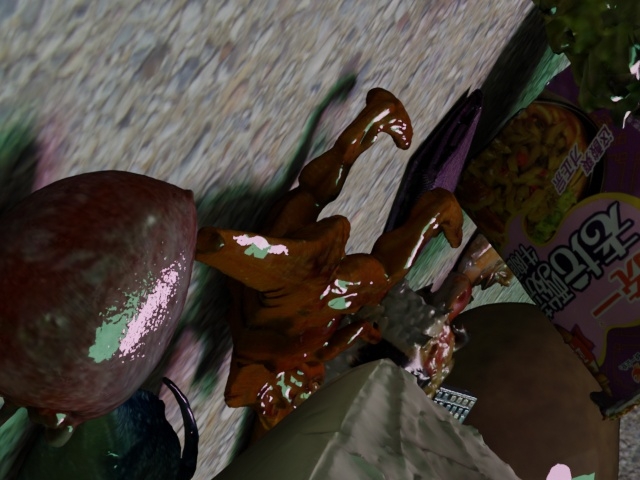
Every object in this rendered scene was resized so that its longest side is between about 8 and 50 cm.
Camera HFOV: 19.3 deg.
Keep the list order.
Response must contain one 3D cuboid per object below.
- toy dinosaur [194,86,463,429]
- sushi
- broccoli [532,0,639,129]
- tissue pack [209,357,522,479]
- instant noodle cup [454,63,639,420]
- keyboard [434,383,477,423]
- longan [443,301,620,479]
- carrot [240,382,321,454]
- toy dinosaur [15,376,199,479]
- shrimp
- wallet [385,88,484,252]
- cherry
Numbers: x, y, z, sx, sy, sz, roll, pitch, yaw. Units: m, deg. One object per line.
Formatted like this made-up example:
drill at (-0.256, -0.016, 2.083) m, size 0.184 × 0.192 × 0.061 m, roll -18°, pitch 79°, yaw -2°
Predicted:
toy dinosaur at (0.000, 0.000, 1.176) m, size 0.208 × 0.097 × 0.432 m, roll -45°, pitch 162°, yaw -15°
sushi at (0.051, 0.107, 1.631) m, size 0.226 × 0.097 × 0.103 m, roll -50°, pitch 136°, yaw -22°
broccoli at (0.280, -0.228, 1.288) m, size 0.334 × 0.272 × 0.324 m, roll -56°, pitch 171°, yaw -30°
tissue pack at (-0.049, 0.282, 1.137) m, size 0.380 × 0.207 × 0.297 m, roll -43°, pitch -175°, yaw 19°
instant noodle cup at (0.289, -0.038, 1.723) m, size 0.340 × 0.266 × 0.340 m, roll -46°, pitch 177°, yaw -3°
keyboard at (0.066, 0.146, 1.735) m, size 0.176 × 0.014 × 0.055 m, roll 19°, pitch 108°, yaw -34°
longan at (0.196, 0.227, 2.101) m, size 0.319 × 0.319 × 0.319 m, roll -54°, pitch 168°, yaw -17°
carrot at (-0.030, 0.159, 1.547) m, size 0.060 × 0.060 × 0.186 m, roll -50°, pitch 166°, yaw -34°
toy dinosaur at (-0.117, 0.129, 1.046) m, size 0.147 × 0.076 × 0.363 m, roll -57°, pitch 168°, yaw -11°
shrimp at (0.186, 0.030, 2.181) m, size 0.132 × 0.051 × 0.187 m, roll -37°, pitch 160°, yaw -7°
wallet at (0.098, -0.044, 1.617) m, size 0.111 × 0.030 × 0.166 m, roll -50°, pitch 166°, yaw -36°
cherry at (-0.133, 0.059, 0.788) m, size 0.225 × 0.090 × 0.107 m, roll -49°, pitch -179°, yaw 1°
